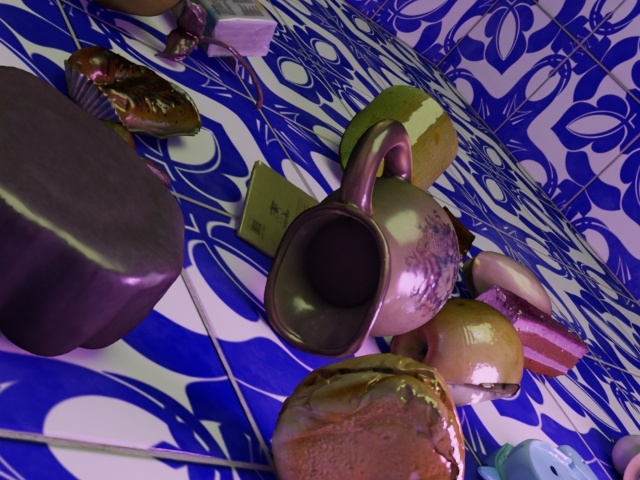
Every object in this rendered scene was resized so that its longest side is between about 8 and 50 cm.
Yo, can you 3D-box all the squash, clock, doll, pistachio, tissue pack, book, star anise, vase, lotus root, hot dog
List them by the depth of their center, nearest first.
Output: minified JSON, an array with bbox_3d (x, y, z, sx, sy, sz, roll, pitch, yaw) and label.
[{"bbox_3d":[-0.250,-0.099,1.357,0.083,0.037,0.030,28,20,-36],"label":"lotus root"},{"bbox_3d":[0.069,-0.013,1.396,0.241,0.329,0.302,14,10,24],"label":"vase"},{"bbox_3d":[0.345,0.391,1.421,0.274,0.094,0.223,25,25,-45],"label":"clock"},{"bbox_3d":[-0.283,-0.224,1.492,0.162,0.082,0.270,50,19,15],"label":"hot dog"},{"bbox_3d":[-0.045,-0.023,1.552,0.192,0.013,0.168,35,43,-26],"label":"book"},{"bbox_3d":[0.694,0.470,1.873,0.271,0.144,0.208,30,13,-21],"label":"doll"},{"bbox_3d":[-0.197,-0.348,1.886,0.227,0.218,0.148,26,64,-8],"label":"star anise"},{"bbox_3d":[-0.227,-0.472,2.048,0.159,0.145,0.229,-11,51,-38],"label":"tissue pack"},{"bbox_3d":[0.400,0.110,2.055,0.215,0.144,0.144,45,19,-1],"label":"pistachio"},{"bbox_3d":[0.144,-0.171,2.141,0.233,0.309,0.210,51,-27,-15],"label":"squash"}]

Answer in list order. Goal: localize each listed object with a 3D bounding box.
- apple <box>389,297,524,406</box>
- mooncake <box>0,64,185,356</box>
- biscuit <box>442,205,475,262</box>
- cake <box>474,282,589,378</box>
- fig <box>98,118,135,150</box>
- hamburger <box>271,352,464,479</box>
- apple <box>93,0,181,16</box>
[{"bbox_3d":[0.221,0.175,1.536,0.188,0.174,0.207,27,9,-45],"label":"apple"},{"bbox_3d":[-0.287,-0.029,0.963,0.306,0.154,0.306,37,19,-15],"label":"mooncake"},{"bbox_3d":[0.274,0.000,2.137,0.106,0.070,0.252,45,19,3],"label":"biscuit"},{"bbox_3d":[0.421,0.202,1.943,0.295,0.116,0.113,29,28,-29],"label":"cake"},{"bbox_3d":[-0.273,-0.095,1.162,0.103,0.109,0.155,40,0,-18],"label":"fig"},{"bbox_3d":[0.051,0.221,1.034,0.214,0.214,0.108,41,23,-5],"label":"hamburger"},{"bbox_3d":[-0.348,-0.541,1.779,0.279,0.279,0.279,38,20,-16],"label":"apple"}]
